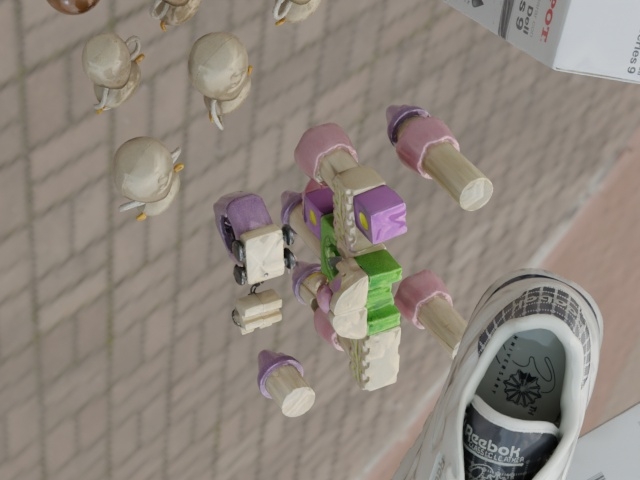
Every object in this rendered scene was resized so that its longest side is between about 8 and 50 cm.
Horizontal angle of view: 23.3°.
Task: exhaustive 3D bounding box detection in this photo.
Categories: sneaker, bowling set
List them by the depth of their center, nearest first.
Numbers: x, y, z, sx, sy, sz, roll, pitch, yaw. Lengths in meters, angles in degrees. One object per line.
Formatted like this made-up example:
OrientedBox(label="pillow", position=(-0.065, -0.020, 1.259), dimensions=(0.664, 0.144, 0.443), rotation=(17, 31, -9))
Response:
OrientedBox(label="sneaker", position=(0.075, 0.129, 0.755), dimensions=(0.095, 0.090, 0.235), rotation=(-59, 163, -81))
OrientedBox(label="bowling set", position=(-0.139, -0.183, 1.369), dimensions=(0.287, 0.200, 0.154), rotation=(-49, 174, -6))

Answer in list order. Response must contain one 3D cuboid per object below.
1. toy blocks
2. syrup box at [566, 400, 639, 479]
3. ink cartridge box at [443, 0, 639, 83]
OrientedBox(label="toy blocks", position=(0.000, 0.000, 1.748), dimensions=(0.309, 0.260, 0.288), rotation=(-17, 130, -21))
OrientedBox(label="syrup box", position=(0.226, 0.148, 0.973), dimensions=(0.096, 0.093, 0.237), rotation=(-35, 164, 21))
OrientedBox(label="ink cartridge box", position=(0.244, -0.295, 1.526), dimensions=(0.121, 0.289, 0.211), rotation=(6, 109, -21))
